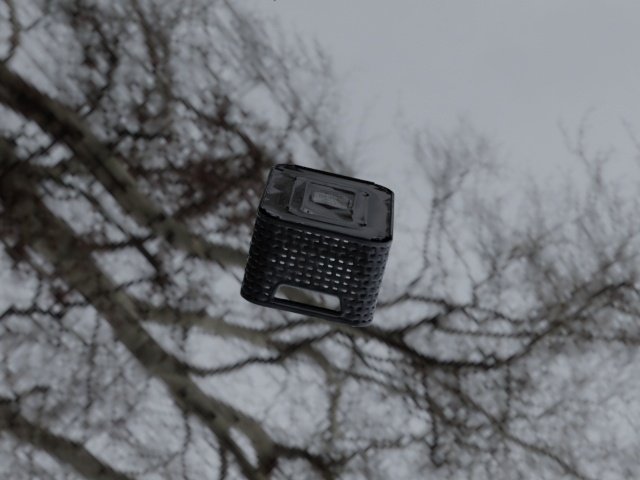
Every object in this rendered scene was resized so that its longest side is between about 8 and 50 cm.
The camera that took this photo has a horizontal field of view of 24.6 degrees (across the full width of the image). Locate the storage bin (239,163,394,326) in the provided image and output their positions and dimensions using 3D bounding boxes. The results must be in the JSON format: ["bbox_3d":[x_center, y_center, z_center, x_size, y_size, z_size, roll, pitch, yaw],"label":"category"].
[{"bbox_3d":[0.000,0.000,1.352,0.122,0.084,0.180,12,-160,-1],"label":"storage bin"}]
